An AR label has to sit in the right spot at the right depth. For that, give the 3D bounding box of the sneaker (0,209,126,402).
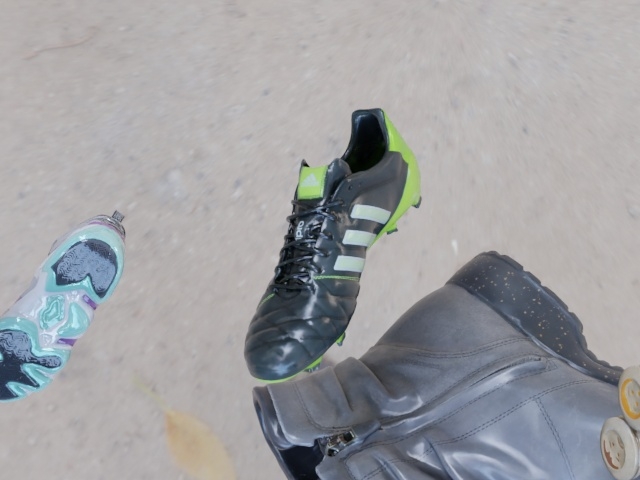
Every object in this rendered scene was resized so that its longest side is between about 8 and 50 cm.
[{"bbox_3d":[-0.118,0.027,0.662,0.038,0.069,0.098,41,104,-11],"label":"sneaker"}]

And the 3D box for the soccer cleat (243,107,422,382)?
[{"bbox_3d":[0.000,0.000,0.809,0.060,0.179,0.072,1,135,36],"label":"soccer cleat"}]

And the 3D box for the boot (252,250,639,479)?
[{"bbox_3d":[0.126,0.162,0.914,0.223,0.338,0.118,-32,135,-24],"label":"boot"}]

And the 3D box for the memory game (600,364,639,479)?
[{"bbox_3d":[0.195,0.145,0.762,0.012,0.186,0.186,-5,100,-21],"label":"memory game"}]
